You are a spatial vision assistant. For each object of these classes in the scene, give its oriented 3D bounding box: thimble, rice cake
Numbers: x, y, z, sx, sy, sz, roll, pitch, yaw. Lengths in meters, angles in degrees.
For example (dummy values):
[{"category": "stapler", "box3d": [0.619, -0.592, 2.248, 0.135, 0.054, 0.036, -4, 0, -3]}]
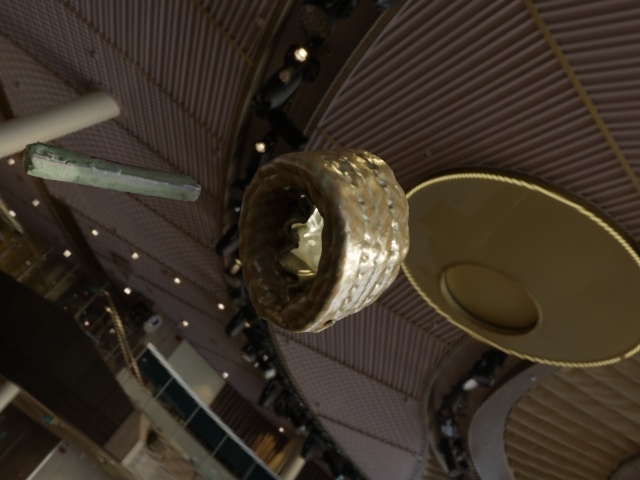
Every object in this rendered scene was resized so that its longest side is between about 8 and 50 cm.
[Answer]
[{"category": "thimble", "box3d": [0.004, -0.003, 0.841, 0.196, 0.148, 0.229, 17, -69, 44]}, {"category": "rice cake", "box3d": [-0.235, -0.076, 0.765, 0.208, 0.033, 0.033, 9, -47, -31]}]
